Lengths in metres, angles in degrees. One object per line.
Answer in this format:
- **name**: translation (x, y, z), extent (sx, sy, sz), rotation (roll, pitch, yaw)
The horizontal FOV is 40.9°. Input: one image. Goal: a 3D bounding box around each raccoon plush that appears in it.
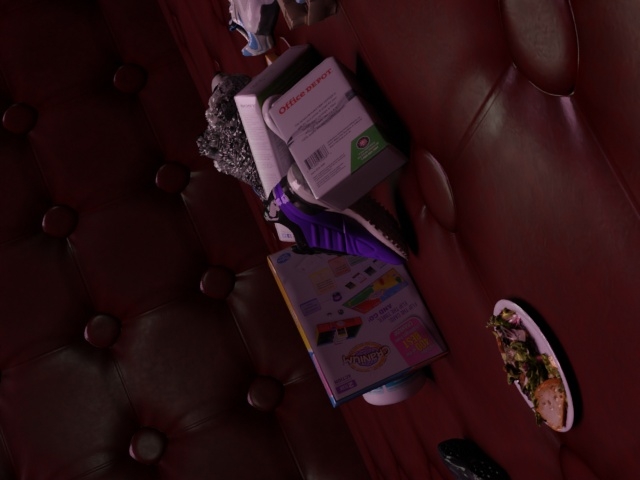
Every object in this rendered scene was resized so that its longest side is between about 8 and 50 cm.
- **raccoon plush**: translation (-0.122, -0.243, 2.180), extent (0.446, 0.216, 0.299), rotation (39, 165, -8)

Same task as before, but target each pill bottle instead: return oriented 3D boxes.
- **pill bottle**: translation (0.120, 0.205, 1.830), extent (0.146, 0.146, 0.264), rotation (-151, 40, -74)

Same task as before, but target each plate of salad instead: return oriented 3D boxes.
- **plate of salad**: translation (0.286, 0.178, 1.197), extent (0.200, 0.048, 0.199), rotation (157, 90, -80)

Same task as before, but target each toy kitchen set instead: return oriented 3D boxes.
- **toy kitchen set**: translation (-0.024, -0.409, 1.429), extent (0.068, 0.083, 0.075), rotation (100, 148, -71)

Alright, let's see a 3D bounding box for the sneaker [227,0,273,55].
- **sneaker**: translation (-0.185, -0.539, 1.978), extent (0.085, 0.086, 0.237), rotation (132, 116, -81)

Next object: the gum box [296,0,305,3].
- **gum box**: translation (-0.042, -0.505, 1.433), extent (0.184, 0.041, 0.157), rotation (128, 119, -79)

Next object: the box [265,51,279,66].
- **box**: translation (-0.085, -0.372, 1.989), extent (0.136, 0.028, 0.081), rotation (53, 163, 46)

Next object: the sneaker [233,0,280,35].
- **sneaker**: translation (-0.244, -0.561, 1.591), extent (0.169, 0.258, 0.447), rotation (125, 128, -64)

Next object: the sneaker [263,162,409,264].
- **sneaker**: translation (0.022, -0.020, 1.541), extent (0.293, 0.146, 0.102), rotation (31, -149, -26)

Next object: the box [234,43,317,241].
- **box**: translation (-0.049, -0.192, 1.696), extent (0.058, 0.232, 0.322), rotation (4, 125, 29)

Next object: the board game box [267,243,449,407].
- **board game box**: translation (0.068, 0.129, 1.665), extent (0.064, 0.242, 0.316), rotation (95, 152, -71)

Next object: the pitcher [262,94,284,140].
- **pitcher**: translation (-0.012, -0.187, 1.591), extent (0.125, 0.178, 0.207), rotation (-6, 106, 55)

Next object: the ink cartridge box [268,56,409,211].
- **ink cartridge box**: translation (0.027, -0.178, 1.429), extent (0.087, 0.153, 0.208), rotation (24, -147, -56)

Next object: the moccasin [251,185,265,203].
- **moccasin**: translation (-0.148, -0.196, 2.445), extent (0.342, 0.138, 0.117), rotation (51, 180, 15)

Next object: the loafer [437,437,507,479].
- **loafer**: translation (0.292, 0.451, 1.668), extent (0.223, 0.076, 0.078), rotation (-153, 49, -69)
